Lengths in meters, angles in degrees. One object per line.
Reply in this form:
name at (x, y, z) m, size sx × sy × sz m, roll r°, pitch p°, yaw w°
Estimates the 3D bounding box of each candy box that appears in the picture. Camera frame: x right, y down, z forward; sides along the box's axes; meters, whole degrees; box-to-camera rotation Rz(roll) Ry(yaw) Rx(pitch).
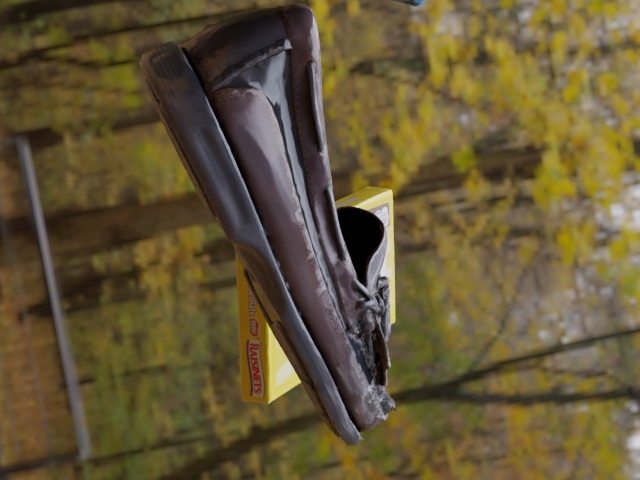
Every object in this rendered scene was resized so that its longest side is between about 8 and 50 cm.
candy box at (0.001, 0.033, 1.157) m, size 0.206 × 0.027 × 0.105 m, roll -27°, pitch 120°, yaw -61°

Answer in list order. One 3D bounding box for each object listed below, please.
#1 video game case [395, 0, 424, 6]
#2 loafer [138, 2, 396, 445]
video game case at (-0.015, -0.184, 0.786) m, size 0.166 × 0.015 × 0.119 m, roll 52°, pitch -6°, yaw -20°
loafer at (0.000, 0.000, 0.927) m, size 0.109 × 0.095 × 0.302 m, roll 58°, pitch -4°, yaw 48°
